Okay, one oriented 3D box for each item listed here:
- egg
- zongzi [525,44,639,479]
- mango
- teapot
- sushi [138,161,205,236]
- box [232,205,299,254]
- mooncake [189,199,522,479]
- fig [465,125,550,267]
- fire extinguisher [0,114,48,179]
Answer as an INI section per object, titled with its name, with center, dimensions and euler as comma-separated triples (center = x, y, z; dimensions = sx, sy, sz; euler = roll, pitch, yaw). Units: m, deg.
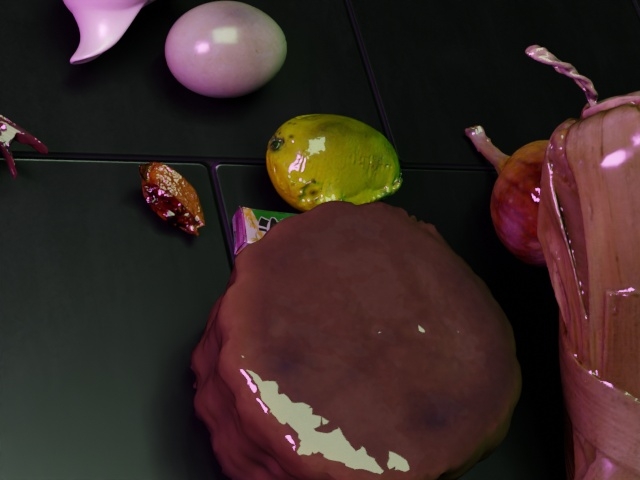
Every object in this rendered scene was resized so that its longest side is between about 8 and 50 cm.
[egg]
center = -0.110, -0.224, 1.616
dimensions = 0.152, 0.114, 0.114
euler = -4, 60, -31
[zongzi]
center = 0.308, 0.085, 1.419
dimensions = 0.467, 0.218, 0.500
euler = -57, 131, -41
[mango]
center = 0.015, -0.087, 1.598
dimensions = 0.178, 0.100, 0.119
euler = 4, 88, -34
[teapot]
center = -0.191, -0.322, 1.589
dimensions = 0.298, 0.204, 0.139
euler = -34, 98, -18
[sushi]
center = -0.166, -0.044, 1.507
dimensions = 0.099, 0.050, 0.047
euler = 40, 46, -8
[box]
center = 0.000, 0.000, 1.564
dimensions = 0.207, 0.041, 0.050
euler = 6, 61, -24
[mooncake]
center = 0.030, 0.134, 1.396
dimensions = 0.324, 0.187, 0.324
euler = 11, 55, -16
[fig]
center = 0.269, -0.080, 1.688
dimensions = 0.160, 0.143, 0.231
euler = 21, 44, -38
[fire extinguisher]
center = -0.423, -0.048, 1.353
dimensions = 0.341, 0.105, 0.141
euler = -38, 94, -38
